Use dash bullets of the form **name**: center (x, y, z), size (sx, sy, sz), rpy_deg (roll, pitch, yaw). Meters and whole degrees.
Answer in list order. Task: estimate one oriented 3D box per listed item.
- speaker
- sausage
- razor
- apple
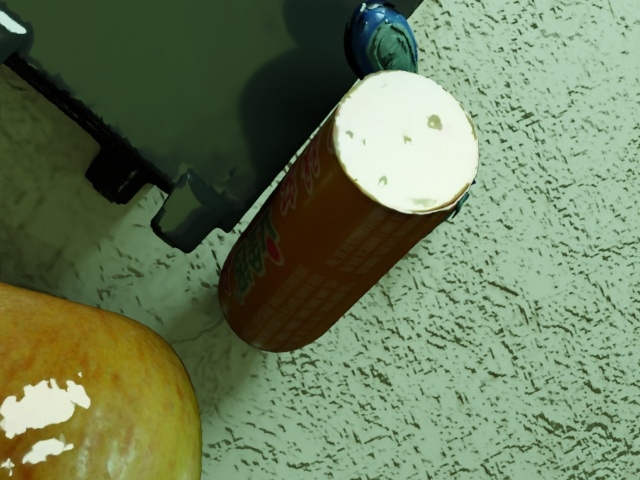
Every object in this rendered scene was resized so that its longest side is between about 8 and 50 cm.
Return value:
- **speaker**: center (-0.098, -0.159, 1.162), size (0.232, 0.184, 0.254), rpy_deg (41, 87, -23)
- **sausage**: center (0.000, 0.000, 1.178), size (0.093, 0.312, 0.093), rpy_deg (8, 66, -18)
- **razor**: center (0.063, -0.064, 1.192), size (0.056, 0.324, 0.093), rpy_deg (42, 80, 21)
- **apple**: center (-0.222, 0.146, 1.121), size (0.299, 0.299, 0.275), rpy_deg (36, 71, -22)
